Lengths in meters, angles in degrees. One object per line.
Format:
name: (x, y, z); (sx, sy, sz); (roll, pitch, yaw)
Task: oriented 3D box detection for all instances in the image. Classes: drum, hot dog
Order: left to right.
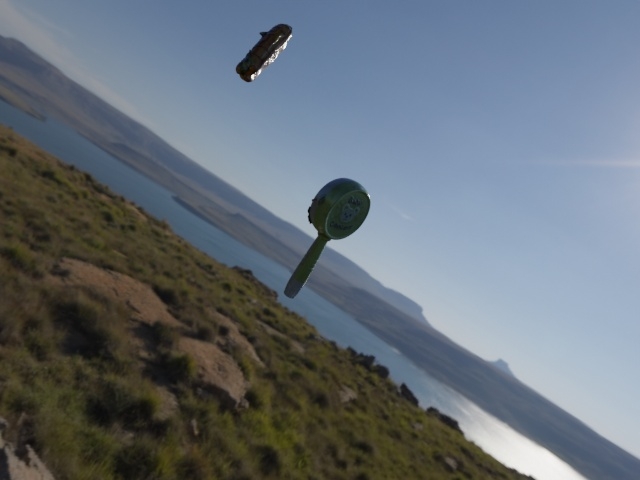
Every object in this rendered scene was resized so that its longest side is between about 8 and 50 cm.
hot dog: (-0.079, -0.263, 0.661); (0.037, 0.122, 0.049); (38, -33, -7)
drum: (0.016, -0.002, 0.905); (0.130, 0.253, 0.049); (-7, 39, -40)
